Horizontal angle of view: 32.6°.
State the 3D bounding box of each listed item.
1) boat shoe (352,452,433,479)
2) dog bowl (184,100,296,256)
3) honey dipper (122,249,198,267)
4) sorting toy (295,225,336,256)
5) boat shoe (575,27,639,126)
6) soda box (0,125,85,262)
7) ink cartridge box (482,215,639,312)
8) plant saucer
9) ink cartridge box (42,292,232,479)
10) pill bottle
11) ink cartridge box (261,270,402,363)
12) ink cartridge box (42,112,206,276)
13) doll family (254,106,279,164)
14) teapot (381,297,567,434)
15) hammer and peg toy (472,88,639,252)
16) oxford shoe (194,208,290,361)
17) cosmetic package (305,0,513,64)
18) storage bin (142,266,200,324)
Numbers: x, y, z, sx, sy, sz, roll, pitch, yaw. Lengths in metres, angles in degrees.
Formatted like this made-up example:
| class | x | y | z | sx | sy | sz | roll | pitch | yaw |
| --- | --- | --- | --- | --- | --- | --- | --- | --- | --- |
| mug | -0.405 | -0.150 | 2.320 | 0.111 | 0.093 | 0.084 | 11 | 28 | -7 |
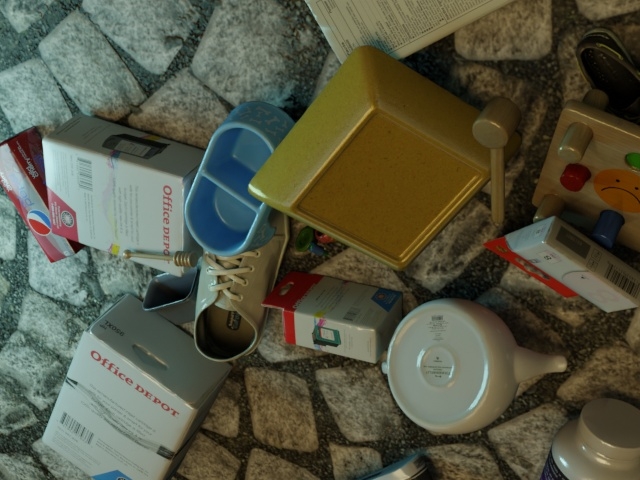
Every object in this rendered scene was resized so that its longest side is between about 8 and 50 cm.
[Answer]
| class | x | y | z | sx | sy | sz | roll | pitch | yaw |
| --- | --- | --- | --- | --- | --- | --- | --- | --- | --- |
| boat shoe | 0.107 | 0.532 | 2.221 | 0.306 | 0.113 | 0.105 | -31 | 86 | 28 |
| dog bowl | -0.137 | -0.096 | 1.871 | 0.166 | 0.074 | 0.297 | 35 | 124 | 11 |
| honey dipper | -0.302 | 0.032 | 2.039 | 0.160 | 0.030 | 0.031 | 3 | 119 | 28 |
| sorting toy | 0.000 | 0.000 | 2.011 | 0.042 | 0.061 | 0.102 | 27 | 145 | -32 |
| boat shoe | 0.460 | -0.211 | 1.624 | 0.228 | 0.069 | 0.081 | 47 | 128 | -4 |
| soda box | -0.566 | -0.091 | 2.228 | 0.083 | 0.092 | 0.263 | -18 | 108 | 36 |
| ink cartridge box | 0.375 | 0.051 | 1.736 | 0.189 | 0.066 | 0.232 | 32 | 156 | -12 |
| plant saucer | 0.105 | -0.101 | 1.752 | 0.332 | 0.081 | 0.333 | 27 | 122 | -23 |
| ink cartridge box | -0.398 | 0.352 | 2.350 | 0.285 | 0.166 | 0.395 | 34 | 129 | 6 |
| pill bottle | 0.477 | 0.438 | 1.924 | 0.181 | 0.181 | 0.323 | 20 | 125 | 17 |
| ink cartridge box | 0.021 | 0.137 | 2.021 | 0.231 | 0.134 | 0.078 | 11 | 123 | 23 |
| ink cartridge box | -0.365 | -0.089 | 2.096 | 0.306 | 0.131 | 0.226 | 17 | 126 | 16 |
| doll family | -0.060 | -0.141 | 1.916 | 0.193 | 0.111 | 0.076 | 40 | 128 | 1 |
| teapot | 0.250 | 0.220 | 1.927 | 0.256 | 0.187 | 0.253 | 47 | 113 | 30 |
| hammer and peg toy | 0.407 | -0.100 | 1.642 | 0.361 | 0.127 | 0.266 | 24 | 151 | 14 |
| oxford shoe | -0.157 | 0.041 | 2.043 | 0.169 | 0.130 | 0.450 | 14 | 115 | 12 |
| cosmetic package | 0.149 | -0.382 | 1.664 | 0.309 | 0.113 | 0.160 | -21 | 106 | 36 |
| storage bin | -0.273 | 0.113 | 2.201 | 0.135 | 0.098 | 0.091 | -15 | 137 | 33 |
